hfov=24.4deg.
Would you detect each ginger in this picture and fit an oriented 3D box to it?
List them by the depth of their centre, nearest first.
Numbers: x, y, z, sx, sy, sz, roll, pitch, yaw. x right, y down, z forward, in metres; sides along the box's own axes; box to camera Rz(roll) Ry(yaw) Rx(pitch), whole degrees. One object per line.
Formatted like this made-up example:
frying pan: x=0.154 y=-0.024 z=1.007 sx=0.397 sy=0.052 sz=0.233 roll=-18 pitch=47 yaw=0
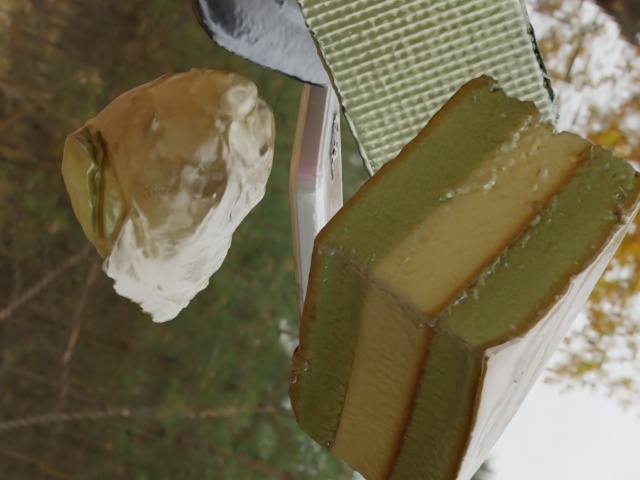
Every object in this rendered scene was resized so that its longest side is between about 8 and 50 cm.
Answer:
ginger: x=-0.073 y=-0.031 z=0.871 sx=0.123 sy=0.115 sz=0.193 roll=-31 pitch=166 yaw=1

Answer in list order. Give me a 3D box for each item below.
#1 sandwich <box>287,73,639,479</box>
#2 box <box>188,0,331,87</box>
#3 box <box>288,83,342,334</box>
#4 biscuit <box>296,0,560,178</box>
sandwich: x=0.073 y=0.038 z=0.784 sx=0.144 sy=0.117 sz=0.187 roll=-40 pitch=156 yaw=-31
box: x=-0.031 y=-0.236 z=1.134 sx=0.042 sy=0.201 sz=0.212 roll=-1 pitch=-99 yaw=37
box: x=0.000 y=0.000 z=1.318 sx=0.285 sy=0.044 sz=0.142 roll=88 pitch=6 yaw=-46
biscuit: x=0.062 y=-0.160 z=1.016 sx=0.052 sy=0.150 sz=0.252 roll=-104 pitch=170 yaw=-53
